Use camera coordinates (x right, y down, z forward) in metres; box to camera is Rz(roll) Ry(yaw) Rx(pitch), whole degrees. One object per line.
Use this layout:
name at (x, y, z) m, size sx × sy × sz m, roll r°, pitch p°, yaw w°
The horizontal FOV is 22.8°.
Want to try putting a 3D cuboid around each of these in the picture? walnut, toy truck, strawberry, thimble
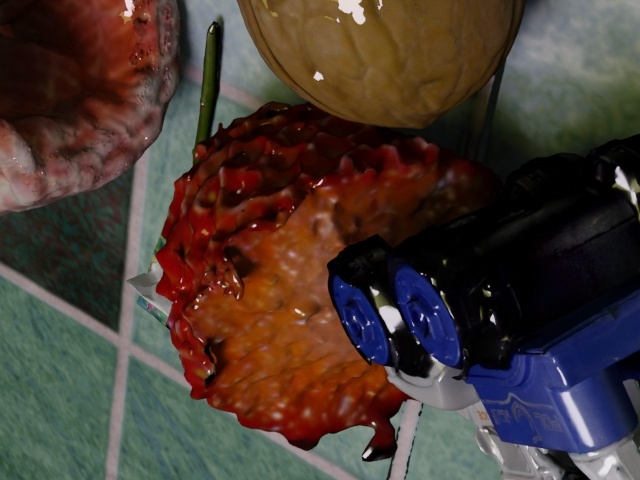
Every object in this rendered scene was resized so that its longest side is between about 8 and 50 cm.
walnut at (0.028, -0.157, 0.841) m, size 0.167 × 0.167 × 0.207 m, roll -2°, pitch 113°, yaw 40°
toy truck at (0.119, 0.054, 0.806) m, size 0.177 × 0.161 × 0.213 m, roll 65°, pitch 163°, yaw -4°
strawberry at (0.000, 0.000, 0.960) m, size 0.178 × 0.234 × 0.234 m, roll 59°, pitch 143°, yaw 43°
thimble at (-0.213, -0.133, 1.005) m, size 0.162 × 0.239 × 0.239 m, roll -2°, pitch 111°, yaw 39°

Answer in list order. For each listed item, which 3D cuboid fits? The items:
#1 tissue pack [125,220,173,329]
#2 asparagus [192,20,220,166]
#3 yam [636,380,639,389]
tissue pack at (-0.069, 0.041, 1.074) m, size 0.111 × 0.079 × 0.085 m, roll 39°, pitch 130°, yaw 18°
asparagus at (-0.080, -0.075, 1.069) m, size 0.016 × 0.013 × 0.166 m, roll 4°, pitch 124°, yaw -9°
yam at (0.231, -0.020, 0.793) m, size 0.093 × 0.093 × 0.259 m, roll 28°, pitch 127°, yaw 25°
